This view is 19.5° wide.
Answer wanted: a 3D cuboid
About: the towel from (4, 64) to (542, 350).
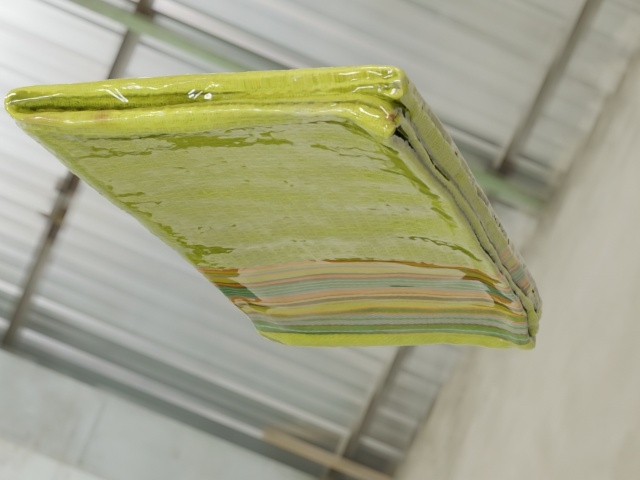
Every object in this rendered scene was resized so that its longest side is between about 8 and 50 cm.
[{"bbox_3d":[0.000,0.000,0.544,0.237,0.102,0.021,47,-138,-69],"label":"towel"}]
